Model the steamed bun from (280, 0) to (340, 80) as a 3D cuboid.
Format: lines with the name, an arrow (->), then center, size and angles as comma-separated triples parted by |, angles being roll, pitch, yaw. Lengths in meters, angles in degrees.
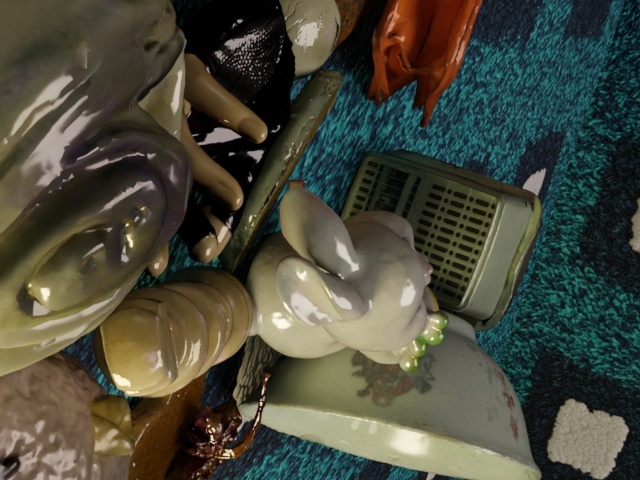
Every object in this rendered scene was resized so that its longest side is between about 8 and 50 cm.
steamed bun -> -0.031, -0.231, 1.222 | 0.112, 0.091, 0.129 | -38, 145, -50

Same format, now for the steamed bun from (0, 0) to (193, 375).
steamed bun -> -0.207, -0.050, 0.774 | 0.346, 0.238, 0.394 | -61, 159, -14

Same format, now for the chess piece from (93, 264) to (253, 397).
chess piece -> -0.144, 0.086, 1.071 | 0.397, 0.117, 0.117 | -12, 124, -87

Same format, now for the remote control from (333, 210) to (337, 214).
remote control -> 0.000, 0.000, 1.640 | 0.039, 0.014, 0.096 | 12, 99, -69

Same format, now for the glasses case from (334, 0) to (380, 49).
glasses case -> 0.036, -0.305, 1.365 | 0.218, 0.049, 0.075 | -51, 157, -36

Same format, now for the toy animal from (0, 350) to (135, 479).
toy animal -> -0.263, 0.218, 0.981 | 0.226, 0.188, 0.358 | -46, 152, -32

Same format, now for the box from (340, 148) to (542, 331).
box -> 0.172, -0.007, 1.679 | 0.166, 0.291, 0.220 | 17, 95, -55

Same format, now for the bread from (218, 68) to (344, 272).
bread -> -0.051, -0.083, 1.285 | 0.267, 0.040, 0.267 | -60, -179, 2

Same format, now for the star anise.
star anise -> -0.118, 0.230, 1.380 | 0.097, 0.070, 0.190 | -5, 127, -55

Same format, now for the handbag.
handbag -> 0.189, -0.371, 1.491 | 0.303, 0.116, 0.410 | 66, 48, -84

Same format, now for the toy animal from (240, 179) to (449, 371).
toy animal -> 0.019, 0.050, 1.337 | 0.310, 0.247, 0.182 | 168, -69, -66

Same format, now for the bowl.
bowl -> 0.113, 0.201, 1.604 | 0.435, 0.435, 0.195 | 54, 46, -66

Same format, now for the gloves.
gloves -> -0.109, -0.092, 1.078 | 0.197, 0.152, 0.301 | 74, 17, -50

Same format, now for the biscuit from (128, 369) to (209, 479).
biscuit -> -0.196, 0.235, 1.361 | 0.319, 0.047, 0.183 | -69, 161, 3
